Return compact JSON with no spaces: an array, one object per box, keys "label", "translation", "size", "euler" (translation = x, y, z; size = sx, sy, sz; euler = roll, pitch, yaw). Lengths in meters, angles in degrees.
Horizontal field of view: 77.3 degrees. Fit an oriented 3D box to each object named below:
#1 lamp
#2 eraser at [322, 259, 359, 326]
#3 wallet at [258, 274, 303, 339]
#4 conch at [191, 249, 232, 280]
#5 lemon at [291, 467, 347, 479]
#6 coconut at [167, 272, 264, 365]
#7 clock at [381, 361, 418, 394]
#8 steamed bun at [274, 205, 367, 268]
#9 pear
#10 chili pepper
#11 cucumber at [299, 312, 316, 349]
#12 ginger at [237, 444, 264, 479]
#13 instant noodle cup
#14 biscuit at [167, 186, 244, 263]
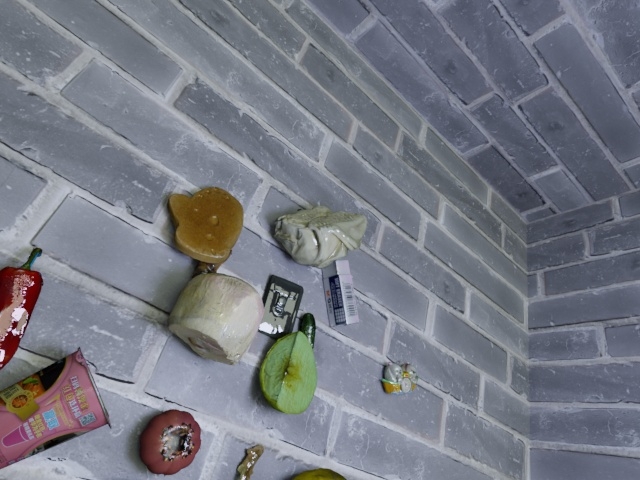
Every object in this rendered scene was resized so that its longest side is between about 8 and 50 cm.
[{"label":"lamp","translation":[-0.445,0.603,1.200],"size":[0.182,0.140,0.182],"euler":[17,60,-31]},{"label":"eraser","translation":[0.087,0.237,1.790],"size":[0.086,0.130,0.287],"euler":[1,74,-36]},{"label":"wallet","translation":[-0.162,0.275,1.625],"size":[0.169,0.052,0.245],"euler":[30,59,-24]},{"label":"conch","translation":[-0.405,0.090,1.469],"size":[0.080,0.086,0.232],"euler":[26,48,-1]},{"label":"lemon","translation":[-0.004,0.927,1.367],"size":[0.322,0.268,0.268],"euler":[37,54,-24]},{"label":"coconut","translation":[-0.333,0.240,1.329],"size":[0.297,0.297,0.254],"euler":[43,50,-19]},{"label":"clock","translation":[0.379,0.649,1.893],"size":[0.231,0.103,0.144],"euler":[13,74,-35]},{"label":"steamed bun","translation":[0.000,0.000,1.723],"size":[0.346,0.394,0.237],"euler":[-92,-178,-70]},{"label":"pear","translation":[-0.111,0.520,1.521],"size":[0.239,0.139,0.288],"euler":[48,44,-35]},{"label":"chili pepper","translation":[-0.826,0.185,1.062],"size":[0.110,0.110,0.387],"euler":[21,61,-33]},{"label":"cucumber","translation":[-0.055,0.411,1.648],"size":[0.069,0.069,0.227],"euler":[19,64,-33]},{"label":"ginger","translation":[-0.243,0.763,1.375],"size":[0.057,0.044,0.137],"euler":[29,45,7]},{"label":"instant noodle cup","translation":[-0.701,0.432,1.012],"size":[0.255,0.244,0.243],"euler":[-21,88,-36]},{"label":"biscuit","translation":[-0.435,-0.073,1.489],"size":[0.287,0.057,0.343],"euler":[25,45,-17]}]
